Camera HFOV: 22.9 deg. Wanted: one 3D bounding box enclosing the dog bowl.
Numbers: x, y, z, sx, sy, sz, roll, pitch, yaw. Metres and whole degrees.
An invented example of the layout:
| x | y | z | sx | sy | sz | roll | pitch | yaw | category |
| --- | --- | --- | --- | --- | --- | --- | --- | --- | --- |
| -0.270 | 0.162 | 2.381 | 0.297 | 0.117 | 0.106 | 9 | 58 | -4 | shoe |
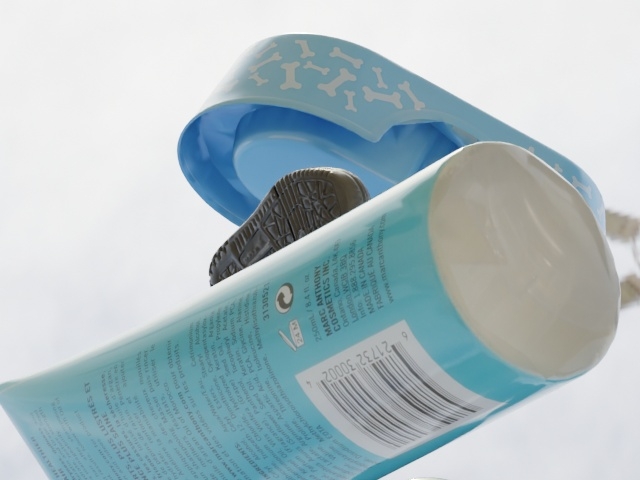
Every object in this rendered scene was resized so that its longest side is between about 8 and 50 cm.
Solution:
| x | y | z | sx | sy | sz | roll | pitch | yaw | category |
| --- | --- | --- | --- | --- | --- | --- | --- | --- | --- |
| 0.056 | -0.033 | 1.019 | 0.297 | 0.166 | 0.074 | 28 | -120 | -14 | dog bowl |

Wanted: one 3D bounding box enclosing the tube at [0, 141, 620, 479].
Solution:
| x | y | z | sx | sy | sz | roll | pitch | yaw | category |
| --- | --- | --- | --- | --- | --- | --- | --- | --- | --- |
| -0.017 | 0.041 | 0.393 | 0.052 | 0.080 | 0.207 | -25 | 176 | -44 | tube |

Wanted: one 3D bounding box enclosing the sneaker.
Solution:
| x | y | z | sx | sy | sz | roll | pitch | yaw | category |
| --- | --- | --- | --- | --- | --- | --- | --- | --- | --- |
| 0.001 | 0.002 | 0.857 | 0.089 | 0.170 | 0.051 | -7 | -109 | -35 | sneaker |

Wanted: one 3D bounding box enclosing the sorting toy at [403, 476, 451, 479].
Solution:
| x | y | z | sx | sy | sz | roll | pitch | yaw | category |
| --- | --- | --- | --- | --- | --- | --- | --- | --- | --- |
| 0.045 | 0.107 | 0.396 | 0.061 | 0.042 | 0.102 | -23 | -94 | -10 | sorting toy |
